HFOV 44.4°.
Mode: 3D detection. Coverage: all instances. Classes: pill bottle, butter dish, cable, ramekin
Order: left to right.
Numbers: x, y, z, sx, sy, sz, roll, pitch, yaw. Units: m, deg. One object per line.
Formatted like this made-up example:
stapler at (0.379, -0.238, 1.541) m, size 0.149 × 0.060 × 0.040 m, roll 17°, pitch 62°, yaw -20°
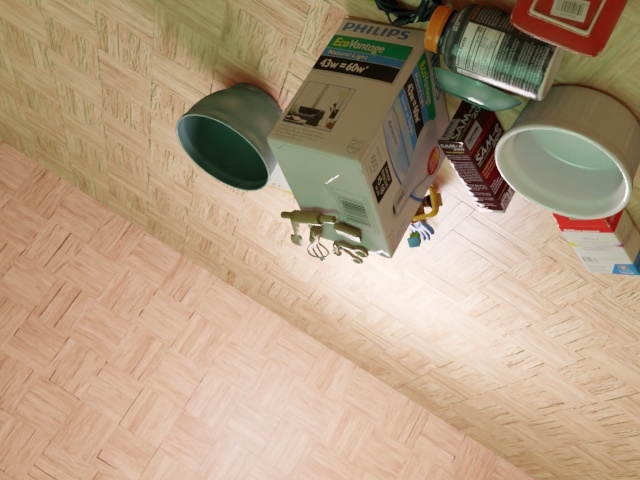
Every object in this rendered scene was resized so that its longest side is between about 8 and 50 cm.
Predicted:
cable at (0.158, -0.487, 1.511) m, size 0.150 × 0.047 × 0.184 m, roll 15°, pitch 151°, yaw 35°
pill bottle at (0.319, -0.359, 1.457) m, size 0.245 × 0.130 × 0.130 m, roll 25°, pitch 156°, yaw 18°
butter dish at (0.414, -0.385, 1.304) m, size 0.160 × 0.160 × 0.118 m, roll 26°, pitch 180°, yaw 13°
ramekin at (0.505, -0.181, 1.575) m, size 0.277 × 0.135 × 0.277 m, roll 26°, pitch 157°, yaw 12°

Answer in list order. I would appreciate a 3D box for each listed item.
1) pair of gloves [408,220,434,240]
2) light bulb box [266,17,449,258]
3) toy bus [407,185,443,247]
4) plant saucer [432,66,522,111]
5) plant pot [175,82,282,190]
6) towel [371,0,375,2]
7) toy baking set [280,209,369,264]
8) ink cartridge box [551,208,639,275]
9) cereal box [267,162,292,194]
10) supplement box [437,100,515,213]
pair of gloves at (0.241, -0.061, 2.297) m, size 0.198 × 0.023 × 0.159 m, roll 16°, pitch 154°, yaw 36°
light bulb box at (0.105, -0.220, 1.710) m, size 0.225 × 0.361 × 0.358 m, roll 18°, pitch 154°, yaw 27°
toy bus at (0.268, -0.100, 2.069) m, size 0.104 × 0.202 × 0.191 m, roll -10°, pitch 134°, yaw 15°
plant saucer at (0.309, -0.297, 1.584) m, size 0.194 × 0.038 × 0.195 m, roll 22°, pitch -170°, yaw -4°
plant pot at (-0.223, -0.306, 2.159) m, size 0.293 × 0.196 × 0.293 m, roll 23°, pitch 153°, yaw 13°
towel at (0.008, -0.547, 1.613) m, size 0.237 × 0.021 × 0.102 m, roll 19°, pitch 155°, yaw 28°
toy baking set at (-0.002, -0.004, 1.775) m, size 0.256 × 0.030 × 0.197 m, roll 10°, pitch 149°, yaw 40°
ink cartridge box at (0.641, -0.020, 1.798) m, size 0.134 × 0.078 × 0.231 m, roll 3°, pitch 143°, yaw 49°
cereal box at (-0.120, -0.233, 2.358) m, size 0.173 × 0.047 × 0.240 m, roll 23°, pitch 152°, yaw 25°
supplement box at (0.364, -0.185, 1.752) m, size 0.073 × 0.130 × 0.239 m, roll 8°, pitch 148°, yaw 45°
